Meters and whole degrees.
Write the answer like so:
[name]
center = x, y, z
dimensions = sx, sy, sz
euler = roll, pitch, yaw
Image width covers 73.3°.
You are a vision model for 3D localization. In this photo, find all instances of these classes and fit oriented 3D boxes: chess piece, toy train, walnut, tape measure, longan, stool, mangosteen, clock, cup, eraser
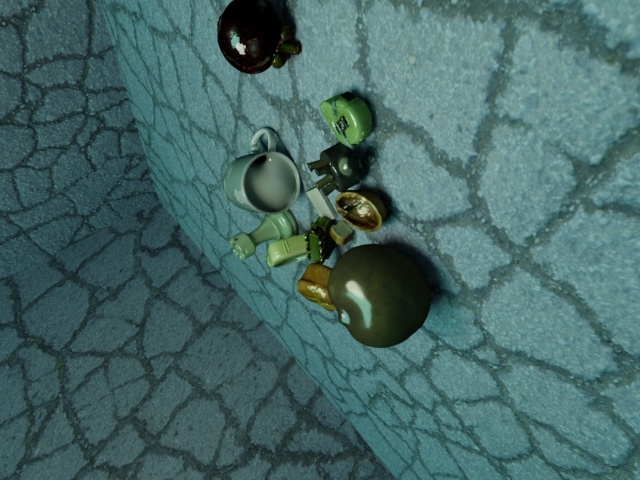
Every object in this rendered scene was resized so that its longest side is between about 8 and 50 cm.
[chess piece]
center = -0.276, -0.030, 2.038
dimensions = 0.195, 0.299, 0.194
euler = 39, 148, 30
[toy train]
center = 0.000, 0.000, 1.779
dimensions = 0.090, 0.137, 0.225
euler = 20, 145, 17
[walnut]
center = 0.153, -0.114, 1.482
dimensions = 0.211, 0.087, 0.167
euler = 14, 137, 47
[tape measure]
center = 0.085, -0.368, 1.311
dimensions = 0.177, 0.088, 0.154
euler = 58, 153, -10
[longan]
center = 0.195, 0.186, 1.487
dimensions = 0.361, 0.361, 0.360
euler = 39, 149, 30
[stool]
center = 0.047, -0.239, 1.413
dimensions = 0.153, 0.139, 0.228
euler = 60, 172, 12
[mangosteen]
center = -0.191, -0.636, 1.353
dimensions = 0.266, 0.228, 0.228
euler = 17, 152, -7
[clock]
center = -0.142, 0.053, 2.001
dimensions = 0.096, 0.235, 0.308
euler = 70, 159, 9
[cup]
center = -0.263, -0.294, 1.826
dimensions = 0.275, 0.260, 0.356
euler = 10, 98, 55
[eraser]
center = 0.005, -0.148, 1.754
dimensions = 0.150, 0.023, 0.104
euler = 60, 153, -9

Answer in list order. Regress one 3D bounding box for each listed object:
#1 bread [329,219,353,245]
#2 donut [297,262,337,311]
[bread]
center = 0.080, -0.027, 1.710
dimensions = 0.083, 0.077, 0.070
euler = 44, 147, 20
[donut]
center = 0.056, 0.217, 1.824
dimensions = 0.300, 0.150, 0.317
euler = 22, 166, 18
